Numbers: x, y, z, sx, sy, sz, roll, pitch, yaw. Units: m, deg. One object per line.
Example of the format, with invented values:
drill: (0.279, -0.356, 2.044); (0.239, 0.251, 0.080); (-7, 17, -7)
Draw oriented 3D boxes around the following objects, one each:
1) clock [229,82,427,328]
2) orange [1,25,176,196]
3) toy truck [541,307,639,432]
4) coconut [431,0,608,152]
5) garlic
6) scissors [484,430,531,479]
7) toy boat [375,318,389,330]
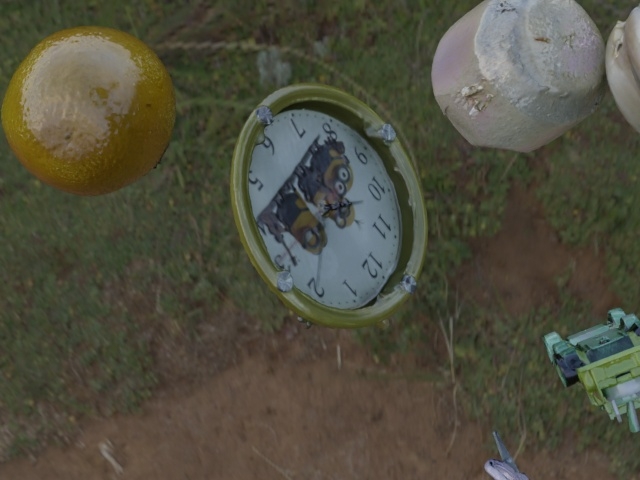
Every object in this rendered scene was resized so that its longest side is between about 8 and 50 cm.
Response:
clock: (0.001, -0.029, 1.137); (0.237, 0.057, 0.237); (16, 65, -37)
orange: (-0.292, -0.165, 1.564); (0.236, 0.236, 0.236); (-2, 64, 4)
toy truck: (0.375, 0.173, 1.611); (0.128, 0.259, 0.135); (-22, 93, 4)
coconut: (0.256, -0.217, 1.617); (0.224, 0.234, 0.224); (12, 65, -28)
garlic: (0.452, -0.225, 1.493); (0.185, 0.281, 0.203); (-38, 73, 34)
scissors: (0.215, 0.253, 1.383); (0.100, 0.189, 0.015); (36, 101, -10)
toy boat: (0.000, 0.000, 1.279); (0.226, 0.088, 0.068); (44, 39, -6)
